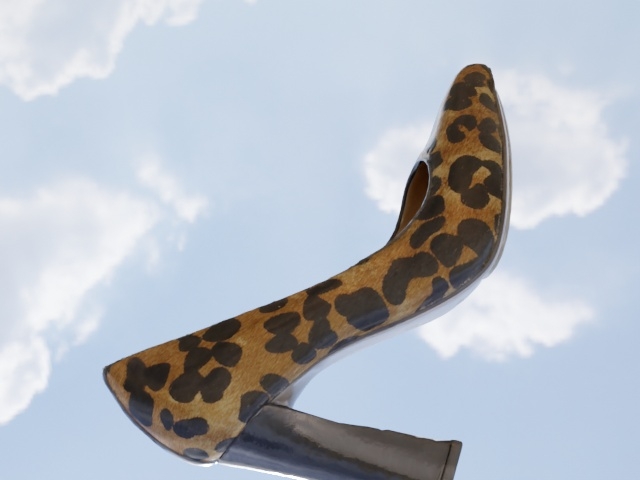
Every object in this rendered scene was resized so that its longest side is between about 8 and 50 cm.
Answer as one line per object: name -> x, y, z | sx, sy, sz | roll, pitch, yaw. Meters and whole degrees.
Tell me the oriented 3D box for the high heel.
high heel -> 0.000, 0.000, 0.651 | 0.186, 0.261, 0.093 | 14, 159, -1
